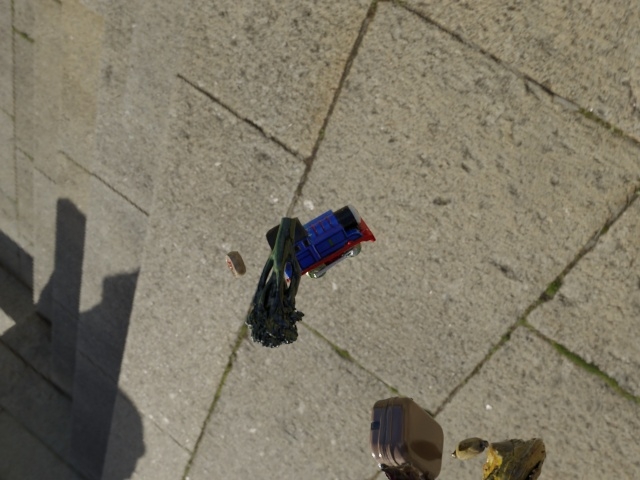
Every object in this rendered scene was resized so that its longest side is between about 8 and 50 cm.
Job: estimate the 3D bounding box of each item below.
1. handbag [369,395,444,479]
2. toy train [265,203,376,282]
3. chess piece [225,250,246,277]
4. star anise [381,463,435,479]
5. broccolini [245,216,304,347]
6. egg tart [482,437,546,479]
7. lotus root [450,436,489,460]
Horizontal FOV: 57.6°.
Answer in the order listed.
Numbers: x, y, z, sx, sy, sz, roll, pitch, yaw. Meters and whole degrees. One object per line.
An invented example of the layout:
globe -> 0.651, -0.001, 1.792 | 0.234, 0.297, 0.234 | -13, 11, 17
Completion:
handbag -> 0.279, 0.680, 1.893 | 0.149, 0.283, 0.302 | -16, 136, 30
toy train -> 0.000, 0.000, 1.208 | 0.203, 0.083, 0.131 | -30, 128, -1
chess piece -> -0.258, 0.072, 1.777 | 0.084, 0.038, 0.084 | 50, 152, 40
star anise -> 0.229, 0.594, 1.341 | 0.111, 0.212, 0.196 | -29, 85, 5
broccolini -> -0.068, 0.066, 0.891 | 0.091, 0.068, 0.203 | 3, 94, 11
egg tart -> 0.491, 0.629, 1.570 | 0.132, 0.297, 0.297 | 32, 132, 21
lotus root -> 0.493, 0.692, 1.936 | 0.152, 0.072, 0.063 | -37, 68, 31
